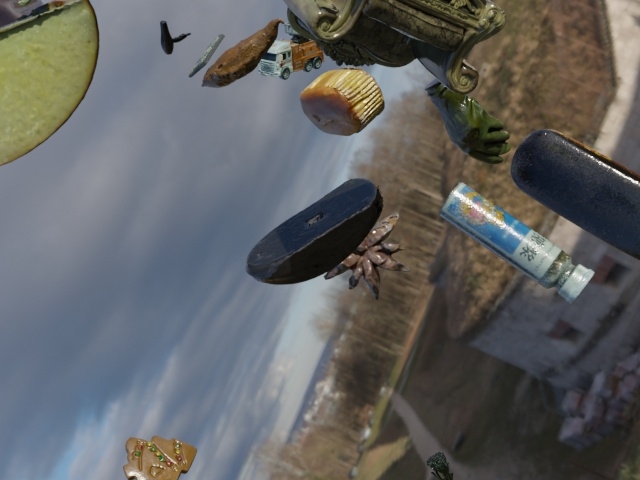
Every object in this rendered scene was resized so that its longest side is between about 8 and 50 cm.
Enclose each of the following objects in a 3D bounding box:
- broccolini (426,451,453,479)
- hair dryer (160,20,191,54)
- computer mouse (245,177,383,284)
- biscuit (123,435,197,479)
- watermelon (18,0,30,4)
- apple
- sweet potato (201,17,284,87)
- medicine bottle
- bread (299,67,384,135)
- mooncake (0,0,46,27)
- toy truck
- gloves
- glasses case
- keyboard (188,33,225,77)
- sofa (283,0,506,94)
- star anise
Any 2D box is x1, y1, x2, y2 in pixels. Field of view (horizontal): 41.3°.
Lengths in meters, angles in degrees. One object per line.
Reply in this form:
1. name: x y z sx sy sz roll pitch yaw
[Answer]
1. broccolini: 0.205 0.402 1.391 0.030 0.035 0.140 -119 8 -59
2. hair dryer: -0.337 -0.479 1.970 0.083 0.031 0.079 -35 -42 -35
3. computer mouse: 0.000 0.000 1.460 0.269 0.086 0.137 -34 29 -3
4. biscuit: -0.187 0.261 1.002 0.082 0.092 0.016 58 144 36
5. watermelon: -0.495 -0.386 1.226 0.139 0.187 0.071 -25 -37 -46
6. apple: -0.464 -0.229 1.202 0.346 0.254 0.179 -27 -19 -6
7. sweet potato: -0.137 -0.325 1.510 0.206 0.060 0.068 -37 28 25
8. medicine bottle: 0.232 0.002 1.014 0.051 0.191 0.051 -50 -13 -16
9. bread: 0.042 -0.299 1.858 0.114 0.132 0.190 -44 25 -20
10. mooncake: -0.611 -0.386 1.751 0.133 0.245 0.245 -48 -15 -48
11. toy truck: -0.073 -0.461 2.046 0.177 0.080 0.115 -32 -50 -43
12. gloves: 0.343 -0.273 1.977 0.135 0.268 0.107 -16 39 55
13. glasses case: 0.479 -0.079 1.466 0.082 0.321 0.122 -15 -45 -59
14. keyboard: -0.261 -0.426 1.953 0.055 0.014 0.176 -37 21 29
15. sofa: 0.086 -0.289 1.140 0.182 0.258 0.200 -64 27 21
16. star anise: 0.091 0.020 1.673 0.195 0.182 0.065 -51 -4 3
